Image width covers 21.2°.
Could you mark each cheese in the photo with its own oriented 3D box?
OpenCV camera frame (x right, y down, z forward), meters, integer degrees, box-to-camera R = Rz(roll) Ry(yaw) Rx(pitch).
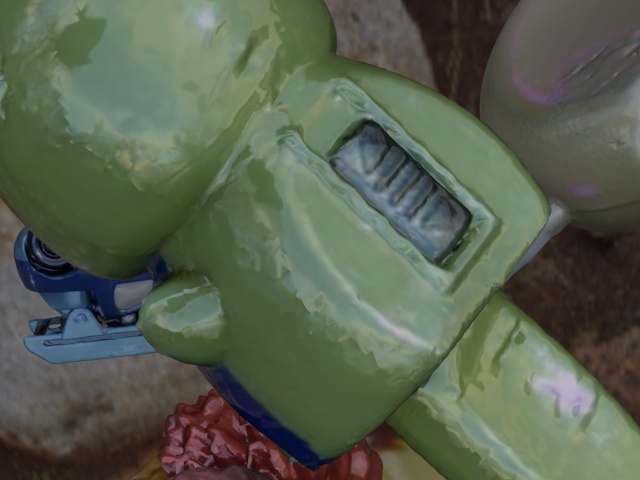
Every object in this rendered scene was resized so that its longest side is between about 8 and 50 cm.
[{"bbox_3d":[0.125,-0.049,0.789,0.286,0.082,0.163,-50,33,-8],"label":"cheese"}]

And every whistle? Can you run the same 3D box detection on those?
[{"bbox_3d":[0.000,0.000,0.412,0.227,0.085,0.105,43,55,-5],"label":"whistle"}]

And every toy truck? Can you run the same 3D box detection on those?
[{"bbox_3d":[-0.073,0.013,0.795,0.136,0.074,0.063,-7,13,-2],"label":"toy truck"}]

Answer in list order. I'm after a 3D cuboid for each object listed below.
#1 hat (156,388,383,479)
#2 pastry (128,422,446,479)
[{"bbox_3d":[-0.005,0.157,0.564,0.107,0.237,0.286,-31,44,15],"label":"hat"},{"bbox_3d":[0.018,0.249,0.969,0.388,0.388,0.312,-22,67,-6],"label":"pastry"}]
